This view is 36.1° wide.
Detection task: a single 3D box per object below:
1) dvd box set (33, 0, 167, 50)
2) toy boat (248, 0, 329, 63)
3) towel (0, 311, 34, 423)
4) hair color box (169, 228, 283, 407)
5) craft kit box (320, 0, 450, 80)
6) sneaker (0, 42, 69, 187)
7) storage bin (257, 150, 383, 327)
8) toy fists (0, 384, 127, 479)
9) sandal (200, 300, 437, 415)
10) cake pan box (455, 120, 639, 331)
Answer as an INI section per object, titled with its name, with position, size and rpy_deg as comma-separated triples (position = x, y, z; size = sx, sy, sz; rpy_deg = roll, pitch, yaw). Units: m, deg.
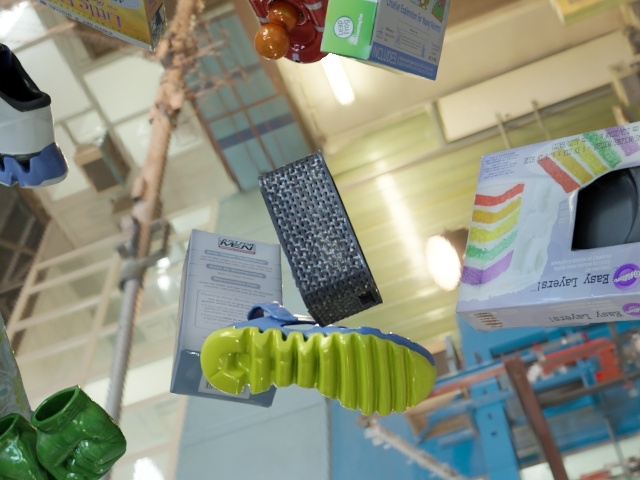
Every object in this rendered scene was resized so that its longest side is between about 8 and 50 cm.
[dvd box set]
position = -0.404, -0.488, 1.544
size = 0.420, 0.307, 0.062
rpy_deg = 101, -165, -68
[toy boat]
position = -0.061, -0.362, 1.611
size = 0.151, 0.151, 0.231
rpy_deg = -68, -25, -18
[towel]
position = -0.623, 0.310, 1.598
size = 0.374, 0.090, 0.320
rpy_deg = -53, -36, -49
[hair color box]
position = -0.172, 0.137, 1.855
size = 0.374, 0.185, 0.113
rpy_deg = -95, 19, -56
[craft kit box]
position = 0.086, -0.294, 0.986
size = 0.250, 0.061, 0.247
rpy_deg = -10, -65, -69
[sneaker]
position = -0.504, -0.197, 1.397
size = 0.127, 0.315, 0.182
rpy_deg = -59, -22, -63
[storage bin]
position = 0.000, 0.000, 1.173
size = 0.122, 0.084, 0.180
rpy_deg = 58, -171, -70
[toy fists]
position = -0.418, 0.330, 1.527
size = 0.142, 0.279, 0.096
rpy_deg = 50, -147, -22
[sandal]
position = 0.004, 0.149, 1.350
size = 0.138, 0.317, 0.126
rpy_deg = -73, -6, -66
[cake pan box]
position = 0.310, -0.015, 1.221
size = 0.070, 0.267, 0.246
rpy_deg = 36, -122, -41
